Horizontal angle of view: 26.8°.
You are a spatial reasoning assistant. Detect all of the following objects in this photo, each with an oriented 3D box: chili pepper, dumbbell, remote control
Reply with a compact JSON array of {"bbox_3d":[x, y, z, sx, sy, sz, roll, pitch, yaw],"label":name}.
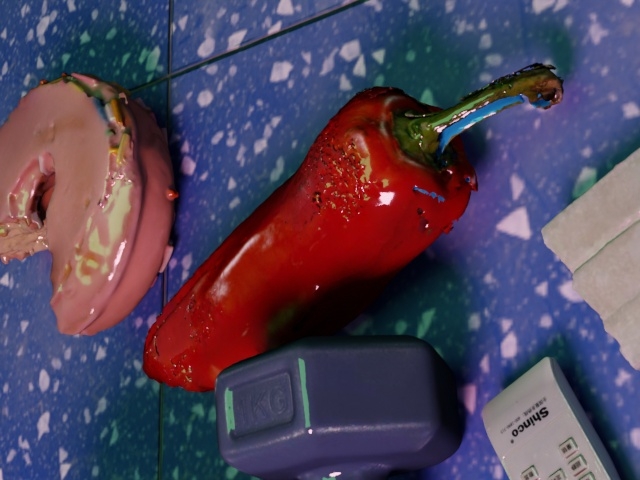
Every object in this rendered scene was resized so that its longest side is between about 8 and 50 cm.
[{"bbox_3d":[0.000,0.000,0.897,0.387,0.110,0.110,-43,53,35],"label":"chili pepper"},{"bbox_3d":[0.023,0.220,0.798,0.143,0.156,0.316,-10,71,13],"label":"dumbbell"},{"bbox_3d":[0.148,0.148,0.766,0.061,0.029,0.162,-44,57,32],"label":"remote control"}]

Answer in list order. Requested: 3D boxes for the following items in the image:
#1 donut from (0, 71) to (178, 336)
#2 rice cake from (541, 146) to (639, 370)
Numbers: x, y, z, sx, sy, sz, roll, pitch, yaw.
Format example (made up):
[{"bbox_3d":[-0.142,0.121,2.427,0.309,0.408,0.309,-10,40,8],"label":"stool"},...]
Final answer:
[{"bbox_3d":[-0.200,-0.040,1.127,0.233,0.085,0.199,34,105,45],"label":"donut"},{"bbox_3d":[0.224,-0.027,0.723,0.211,0.038,0.124,-48,50,26],"label":"rice cake"}]
